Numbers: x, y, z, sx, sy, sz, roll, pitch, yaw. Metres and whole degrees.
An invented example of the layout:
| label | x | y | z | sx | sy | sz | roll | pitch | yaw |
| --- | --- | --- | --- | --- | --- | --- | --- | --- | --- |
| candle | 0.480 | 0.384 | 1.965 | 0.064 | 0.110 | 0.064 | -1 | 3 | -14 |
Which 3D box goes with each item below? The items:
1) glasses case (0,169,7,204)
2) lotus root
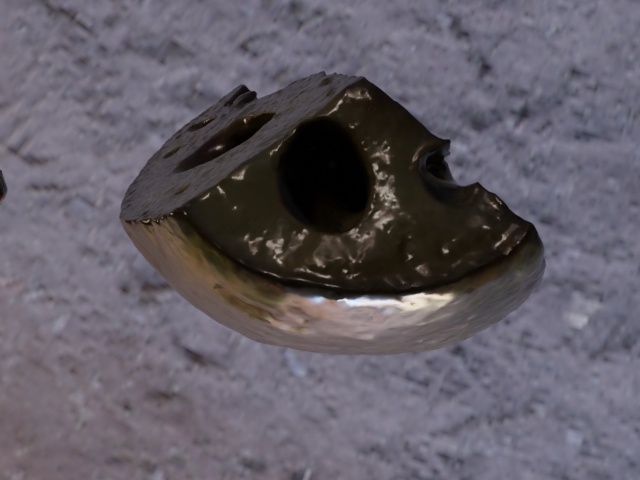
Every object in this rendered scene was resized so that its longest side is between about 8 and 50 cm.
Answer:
| label | x | y | z | sx | sy | sz | roll | pitch | yaw |
| --- | --- | --- | --- | --- | --- | --- | --- | --- | --- |
| glasses case | -0.276 | 0.028 | 1.029 | 0.087 | 0.248 | 0.065 | -20 | 108 | 46 |
| lotus root | -0.005 | 0.002 | 1.002 | 0.210 | 0.314 | 0.142 | 44 | 83 | -1 |
